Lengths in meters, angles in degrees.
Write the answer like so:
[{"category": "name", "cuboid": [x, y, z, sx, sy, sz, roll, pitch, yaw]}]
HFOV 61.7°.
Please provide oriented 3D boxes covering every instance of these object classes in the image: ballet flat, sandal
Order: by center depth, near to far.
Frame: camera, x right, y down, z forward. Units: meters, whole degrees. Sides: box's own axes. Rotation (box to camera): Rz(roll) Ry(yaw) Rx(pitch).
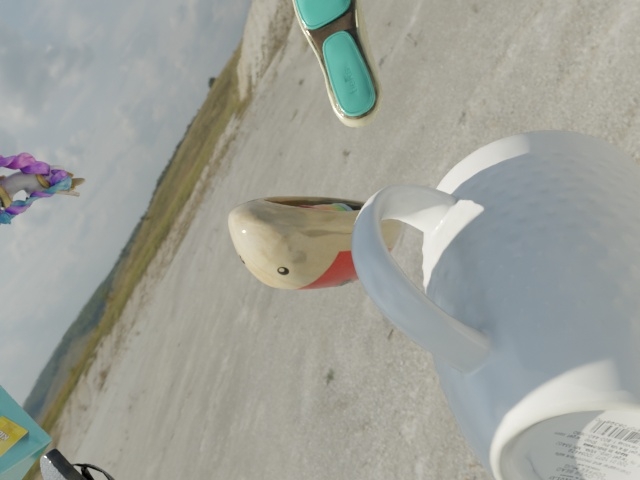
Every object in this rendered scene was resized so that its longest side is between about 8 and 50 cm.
[{"category": "ballet flat", "cuboid": [0.024, -0.260, 0.672, 0.086, 0.086, 0.248, 168, 88, -71]}, {"category": "sandal", "cuboid": [-0.337, 0.417, 0.845, 0.097, 0.254, 0.054, -38, 9, 39]}]

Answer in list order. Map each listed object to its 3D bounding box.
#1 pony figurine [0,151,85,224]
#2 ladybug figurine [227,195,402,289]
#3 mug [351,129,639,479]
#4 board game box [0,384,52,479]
[{"category": "pony figurine", "cuboid": [-0.716, -0.141, 1.073, 0.363, 0.351, 0.303, -21, 56, 0]}, {"category": "ladybug figurine", "cuboid": [0.000, 0.000, 1.112, 0.305, 0.449, 0.162, 12, 102, 35]}, {"category": "mug", "cuboid": [0.202, 0.061, 0.543, 0.276, 0.374, 0.328, -58, 11, 37]}, {"category": "board game box", "cuboid": [-0.449, 0.222, 0.540, 0.336, 0.254, 0.079, -50, -7, 24]}]
